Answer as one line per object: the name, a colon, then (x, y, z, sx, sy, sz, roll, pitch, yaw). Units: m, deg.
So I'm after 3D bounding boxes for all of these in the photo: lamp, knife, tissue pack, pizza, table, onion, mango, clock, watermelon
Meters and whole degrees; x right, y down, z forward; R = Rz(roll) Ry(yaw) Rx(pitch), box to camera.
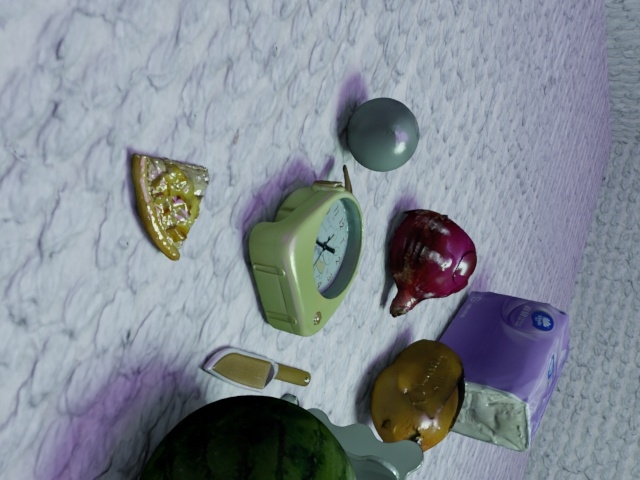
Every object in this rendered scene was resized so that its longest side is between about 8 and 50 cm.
lamp: (0.088, -0.148, 1.001, 0.105, 0.105, 0.105, -30, 126, -54)
knife: (-0.072, 0.173, 0.914, 0.256, 0.022, 0.046, 34, 75, -60)
tissue pack: (0.376, 0.267, 1.531, 0.338, 0.242, 0.160, -44, 134, -48)
pizza: (-0.139, -0.050, 0.706, 0.108, 0.026, 0.122, -52, 141, -44)
table: (0.023, 0.313, 0.949, 0.166, 0.198, 0.166, -30, 125, -54)
onion: (0.191, 0.052, 1.228, 0.173, 0.136, 0.198, 37, 69, -56)
mango: (0.169, 0.268, 1.264, 0.156, 0.151, 0.248, 45, 40, -9)
clock: (0.000, 0.000, 0.932, 0.232, 0.069, 0.170, -51, 141, -43)
watermelon: (-0.073, 0.281, 0.727, 0.242, 0.243, 0.242, -30, 126, -54)
